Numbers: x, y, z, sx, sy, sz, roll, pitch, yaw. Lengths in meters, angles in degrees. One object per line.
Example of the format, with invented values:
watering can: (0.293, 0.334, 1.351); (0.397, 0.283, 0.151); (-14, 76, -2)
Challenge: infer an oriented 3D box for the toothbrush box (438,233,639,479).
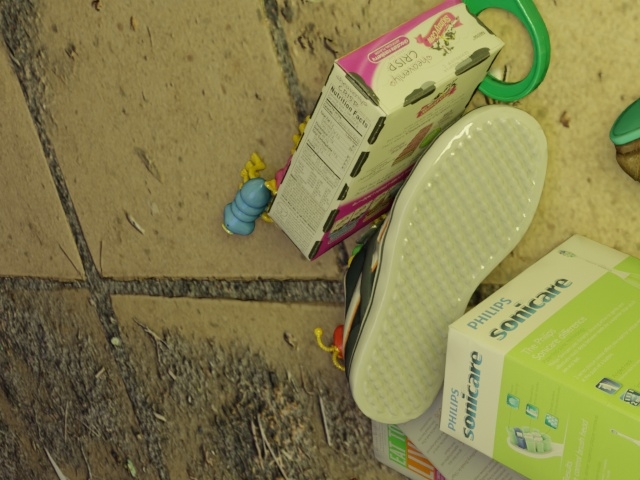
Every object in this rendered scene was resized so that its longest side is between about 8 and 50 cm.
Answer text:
toothbrush box: (0.274, 0.128, 1.085); (0.283, 0.206, 0.122); (26, 130, 32)

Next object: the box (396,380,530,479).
box: (0.183, 0.192, 1.300); (0.170, 0.091, 0.130); (47, 137, 15)

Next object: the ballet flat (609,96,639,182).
ballet flat: (0.366, -0.103, 0.946); (0.124, 0.116, 0.342); (44, 141, -12)

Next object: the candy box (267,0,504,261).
candy box: (0.054, -0.099, 1.188); (0.071, 0.159, 0.233); (47, 145, 14)

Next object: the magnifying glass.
magnifying glass: (0.151, -0.235, 1.138); (0.092, 0.026, 0.230); (8, 120, 43)

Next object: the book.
book: (0.123, 0.234, 1.434); (0.144, 0.035, 0.096); (23, 131, 33)

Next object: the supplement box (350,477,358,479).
supplement box: (0.059, 0.395, 1.549); (0.188, 0.081, 0.104); (47, 138, 15)

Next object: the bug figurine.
bug figurine: (0.000, 0.000, 1.386); (0.279, 0.072, 0.216); (47, 137, 15)

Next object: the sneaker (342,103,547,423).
sneaker: (0.101, 0.008, 1.232); (0.321, 0.126, 0.127); (-64, 17, 14)
